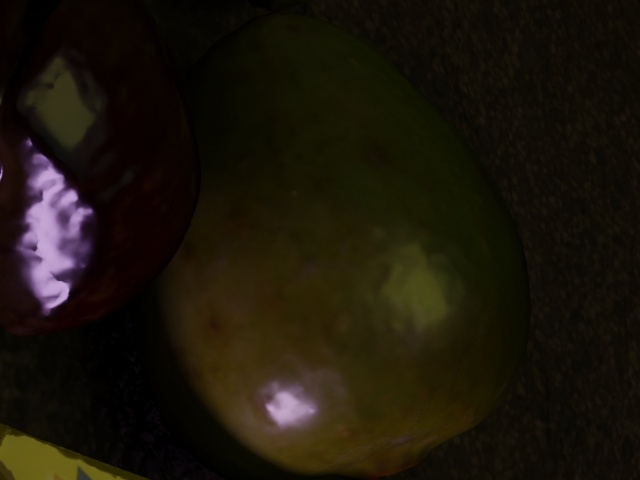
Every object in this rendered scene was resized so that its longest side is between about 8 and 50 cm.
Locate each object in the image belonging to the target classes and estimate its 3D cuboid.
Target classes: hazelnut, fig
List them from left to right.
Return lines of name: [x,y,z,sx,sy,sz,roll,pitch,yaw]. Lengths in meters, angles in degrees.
hazelnut: [-0.178,-0.065,1.127,0.218,0.218,0.234,-54,130,-43]
fig: [0.000,0.000,1.274,0.258,0.258,0.326,14,59,-46]

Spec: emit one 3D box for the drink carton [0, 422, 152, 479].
drink carton: [-0.077,0.241,1.161,0.351,0.111,0.155,25,61,-28]

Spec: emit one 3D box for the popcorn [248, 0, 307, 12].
popcorn: [-0.018,-0.256,1.357,0.217,0.181,0.235,45,21,-2]
